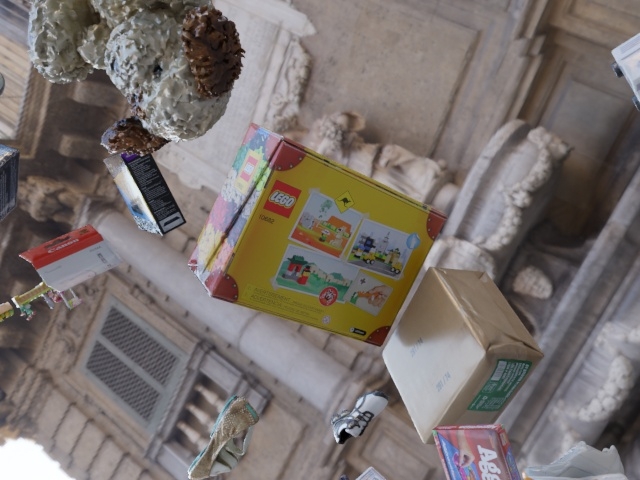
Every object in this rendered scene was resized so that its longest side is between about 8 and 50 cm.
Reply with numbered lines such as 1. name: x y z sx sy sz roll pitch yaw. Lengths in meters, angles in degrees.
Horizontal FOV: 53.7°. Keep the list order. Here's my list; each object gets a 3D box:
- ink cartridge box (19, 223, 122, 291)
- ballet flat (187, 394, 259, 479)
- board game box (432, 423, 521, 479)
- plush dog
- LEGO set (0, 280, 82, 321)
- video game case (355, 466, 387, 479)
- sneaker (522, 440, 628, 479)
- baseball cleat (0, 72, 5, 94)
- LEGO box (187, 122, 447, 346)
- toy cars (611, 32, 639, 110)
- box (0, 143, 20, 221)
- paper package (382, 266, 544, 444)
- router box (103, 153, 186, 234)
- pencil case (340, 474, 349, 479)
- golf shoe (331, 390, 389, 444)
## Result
1. ink cartridge box: -0.636 0.050 1.634 0.189 0.066 0.232 -25 -10 -8
2. ballet flat: -0.163 0.353 1.072 0.073 0.067 0.206 -34 -24 -58
3. board game box: 0.294 0.458 1.090 0.027 0.281 0.145 -14 -5 -42
4. plush dog: -0.172 -0.212 0.681 0.210 0.225 0.262 -12 -14 -41
5. LEGO set: -0.778 0.174 1.796 0.132 0.107 0.287 -27 8 22
6. video game case: 0.076 0.511 1.107 0.190 0.173 0.022 -35 -55 -21
7. sneaker: 0.645 0.579 1.622 0.099 0.262 0.121 94 177 -59
8. baseball cleat: -0.565 -0.230 0.964 0.109 0.206 0.072 87 -167 -65
9. LEGO box: 0.000 0.000 1.504 0.500 0.193 0.372 22 -82 -32
10. toy cars: 0.674 -0.437 1.244 0.087 0.176 0.394 21 -93 -46
11. box: -0.892 -0.114 1.415 0.294 0.296 0.183 -79 9 -56
12. paper package: 0.318 0.272 1.495 0.168 0.309 0.325 6 -55 -25
13. router box: -0.280 -0.080 0.995 0.046 0.179 0.133 -30 -74 -22
14. pencil case: 0.095 0.714 1.499 0.119 0.306 0.133 -37 -4 32
15. golf shoe: 0.113 0.486 1.715 0.198 0.077 0.094 -43 24 26
